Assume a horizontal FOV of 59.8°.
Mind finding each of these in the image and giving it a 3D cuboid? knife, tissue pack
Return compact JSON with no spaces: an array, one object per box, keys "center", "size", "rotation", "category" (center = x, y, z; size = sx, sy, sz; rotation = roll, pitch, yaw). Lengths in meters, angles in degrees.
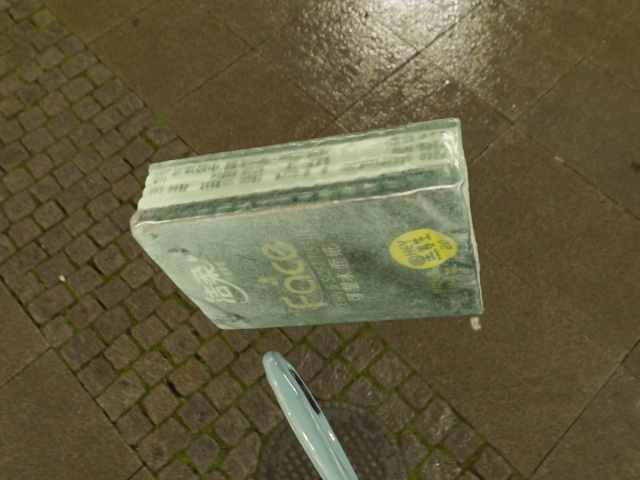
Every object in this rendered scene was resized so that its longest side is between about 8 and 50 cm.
[{"center":[0.047,0.171,0.238],"size":[0.019,0.044,0.313],"rotation":[-31,60,-8],"category":"knife"},{"center":[0.000,0.000,0.476],"size":[0.257,0.185,0.081],"rotation":[-6,52,17],"category":"tissue pack"}]
